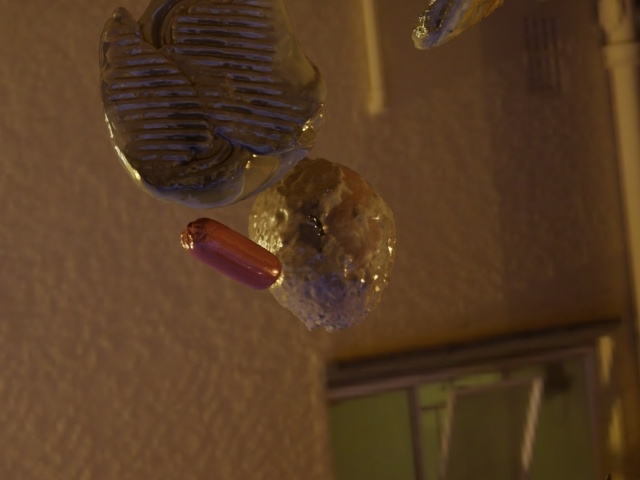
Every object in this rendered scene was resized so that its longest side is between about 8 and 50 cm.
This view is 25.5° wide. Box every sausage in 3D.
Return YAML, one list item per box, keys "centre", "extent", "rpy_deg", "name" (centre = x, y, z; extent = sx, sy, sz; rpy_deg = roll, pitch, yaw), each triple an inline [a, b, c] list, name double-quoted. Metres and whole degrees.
- centre: [-0.124, 0.018, 1.963]
  extent: [0.154, 0.062, 0.062]
  rpy_deg: [31, 158, -32]
  name: "sausage"

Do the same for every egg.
- centre: [0.000, 0.000, 2.447]
  extent: [0.279, 0.310, 0.279]
  rpy_deg: [-5, 156, -2]
  name: "egg"

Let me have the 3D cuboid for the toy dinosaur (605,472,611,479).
- centre: [0.441, 0.392, 1.769]
  extent: [0.187, 0.179, 0.087]
  rpy_deg: [1, 146, 5]
  name: "toy dinosaur"

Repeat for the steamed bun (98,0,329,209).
- centre: [-0.160, -0.203, 2.039]
  extent: [0.309, 0.324, 0.219]
  rpy_deg: [-28, 168, -4]
  name: "steamed bun"

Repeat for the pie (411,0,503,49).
- centre: [0.262, -0.406, 2.088]
  extent: [0.337, 0.075, 0.337]
  rpy_deg: [-44, 173, -6]
  name: "pie"
